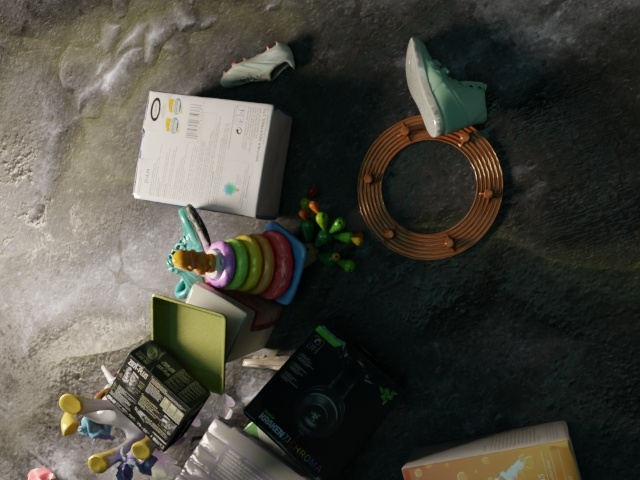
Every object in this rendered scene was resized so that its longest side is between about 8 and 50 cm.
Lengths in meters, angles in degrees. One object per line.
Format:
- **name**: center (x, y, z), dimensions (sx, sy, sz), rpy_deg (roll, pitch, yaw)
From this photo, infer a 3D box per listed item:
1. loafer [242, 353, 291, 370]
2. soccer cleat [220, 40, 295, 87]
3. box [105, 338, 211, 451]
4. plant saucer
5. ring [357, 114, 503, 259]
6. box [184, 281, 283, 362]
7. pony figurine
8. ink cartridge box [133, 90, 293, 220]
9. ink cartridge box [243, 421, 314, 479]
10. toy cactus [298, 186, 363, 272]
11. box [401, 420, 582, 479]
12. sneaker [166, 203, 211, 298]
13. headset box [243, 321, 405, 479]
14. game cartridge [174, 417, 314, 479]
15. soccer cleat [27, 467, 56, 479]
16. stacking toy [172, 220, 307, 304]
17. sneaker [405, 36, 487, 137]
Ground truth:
- **loafer**: center (-0.126, 0.294, 1.654), dimensions (0.125, 0.045, 0.039), rpy_deg (3, 72, 10)
- **soccer cleat**: center (-0.156, -0.415, 1.670), dimensions (0.196, 0.068, 0.076), rpy_deg (-25, 84, 12)
- **box**: center (-0.346, 0.328, 1.446), dimensions (0.180, 0.077, 0.147), rpy_deg (38, 118, 11)
- **plant saucer**: center (-0.270, 0.212, 1.443), dimensions (0.188, 0.045, 0.189), rpy_deg (13, 112, 23)
- **ring**: center (0.245, -0.124, 1.556), dimensions (0.336, 0.032, 0.337), rpy_deg (0, 89, 16)
- **box**: center (-0.208, 0.179, 1.578), dimensions (0.148, 0.232, 0.127), rpy_deg (28, 97, 15)
- **pony figurine**: center (-0.425, 0.431, 1.610), dimensions (0.350, 0.363, 0.303), rpy_deg (33, 94, 0)
- **ink cartridge box**: center (-0.288, -0.211, 1.658), dimensions (0.395, 0.151, 0.270), rpy_deg (10, 90, 15)
- **ink cartridge box**: center (-0.072, 0.494, 1.601), dimensions (0.154, 0.093, 0.212), rpy_deg (-45, 74, 11)
- **toy cactus**: center (0.000, 0.000, 1.605), dimensions (0.219, 0.112, 0.180), rpy_deg (51, 121, 10)
- **box**: center (0.372, 0.529, 1.426), dimensions (0.345, 0.168, 0.215), rpy_deg (-16, 84, 16)
- **sneaker**: center (-0.309, 0.040, 1.608), dimensions (0.109, 0.275, 0.107), rpy_deg (-10, 40, -15)
- **headset box**: center (0.015, 0.357, 1.508), dimensions (0.246, 0.131, 0.283), rpy_deg (41, 73, 11)
- **game cartridge**: center (-0.159, 0.564, 1.478), dimensions (0.355, 0.068, 0.230), rpy_deg (24, 69, 35)
- **soccer cleat**: center (-0.731, 0.728, 1.811), dimensions (0.095, 0.083, 0.248), rpy_deg (-8, 91, 46)
- **stacking toy**: center (-0.195, 0.052, 1.528), dimensions (0.175, 0.301, 0.166), rpy_deg (38, 116, 44)
- **sneaker**: center (0.287, -0.353, 1.533), dimensions (0.151, 0.094, 0.256), rpy_deg (-12, 68, -9)
